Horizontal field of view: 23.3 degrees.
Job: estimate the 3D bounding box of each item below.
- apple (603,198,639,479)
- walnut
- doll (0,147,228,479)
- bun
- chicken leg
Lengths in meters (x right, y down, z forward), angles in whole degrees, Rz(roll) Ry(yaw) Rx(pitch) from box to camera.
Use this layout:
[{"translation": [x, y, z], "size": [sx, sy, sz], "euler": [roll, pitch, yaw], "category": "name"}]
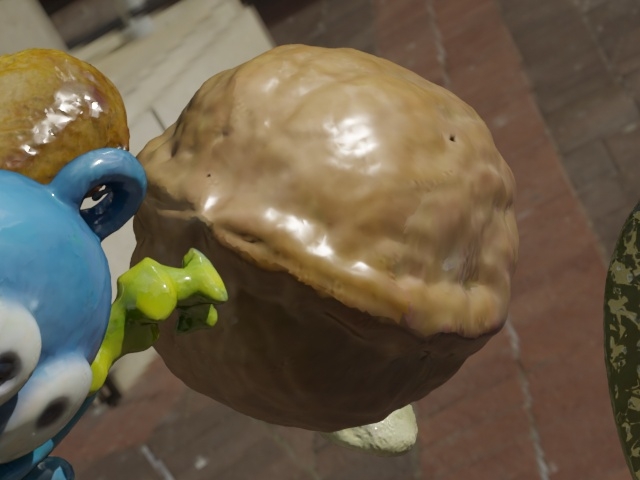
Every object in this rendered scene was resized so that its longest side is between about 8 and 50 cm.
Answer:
[{"translation": [0.352, 0.092, 0.866], "size": [0.311, 0.360, 0.320], "euler": [-18, 0, -10], "category": "apple"}, {"translation": [-0.003, -0.002, 1.225], "size": [0.306, 0.306, 0.344], "euler": [-23, -15, 21], "category": "walnut"}, {"translation": [-0.194, 0.078, 0.607], "size": [0.098, 0.346, 0.341], "euler": [34, 76, 33], "category": "doll"}, {"translation": [0.053, 0.194, 1.708], "size": [0.115, 0.069, 0.115], "euler": [13, 6, -1], "category": "bun"}, {"translation": [-0.202, -0.017, 0.880], "size": [0.107, 0.087, 0.251], "euler": [3, 45, 38], "category": "chicken leg"}]
